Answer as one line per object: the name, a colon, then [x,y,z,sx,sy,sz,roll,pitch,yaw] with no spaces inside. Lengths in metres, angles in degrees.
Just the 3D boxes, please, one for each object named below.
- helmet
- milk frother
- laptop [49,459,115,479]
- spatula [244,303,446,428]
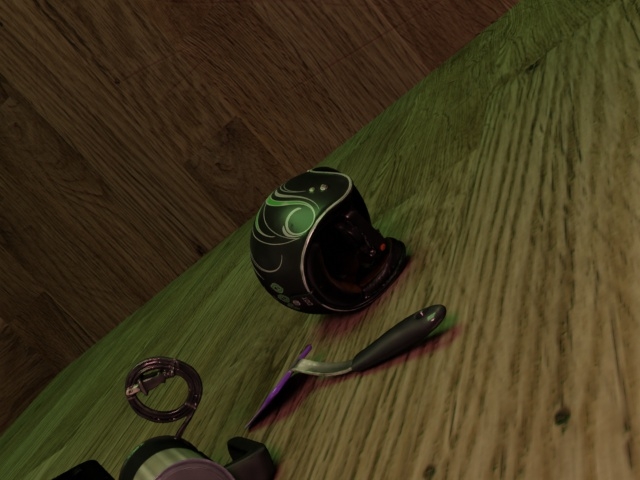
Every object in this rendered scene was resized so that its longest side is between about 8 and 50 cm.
helmet: [0.000,0.000,0.901,0.169,0.169,0.161,-45,27,-13]
milk frother: [-0.128,0.183,0.683,0.129,0.143,0.134,-42,10,-20]
laptop: [-0.283,0.385,0.572,0.407,0.237,0.382,-26,4,-24]
spatula: [0.016,0.114,0.739,0.296,0.030,0.084,-31,13,46]
